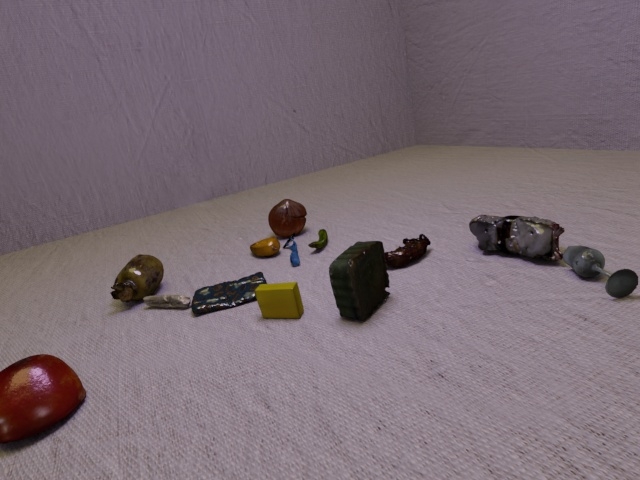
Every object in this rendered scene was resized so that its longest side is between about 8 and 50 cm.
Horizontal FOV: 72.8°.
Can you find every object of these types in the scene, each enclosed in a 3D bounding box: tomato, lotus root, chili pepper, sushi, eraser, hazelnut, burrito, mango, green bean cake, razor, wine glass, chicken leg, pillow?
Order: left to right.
[{"bbox_3d":[-0.667,0.339,0.994,0.233,0.139,0.200,2,16,35],"label":"tomato"},{"bbox_3d":[-0.662,0.146,1.571,0.154,0.154,0.278,-10,18,3],"label":"lotus root"},{"bbox_3d":[-0.512,0.203,1.455,0.185,0.045,0.041,-5,-16,23],"label":"burrito"},{"bbox_3d":[-0.301,0.175,1.450,0.255,0.034,0.189,-13,20,-10],"label":"pillow"},{"bbox_3d":[-0.231,0.028,1.793,0.187,0.066,0.101,1,29,46],"label":"mango"},{"bbox_3d":[-0.117,0.172,1.241,0.122,0.097,0.045,-4,22,20],"label":"eraser"},{"bbox_3d":[-0.153,-0.107,1.976,0.182,0.182,0.182,-10,18,3],"label":"hazelnut"},{"bbox_3d":[-0.107,0.042,1.715,0.082,0.042,0.253,-52,17,9],"label":"razor"},{"bbox_3d":[0.000,0.000,1.766,0.052,0.050,0.202,-23,12,18],"label":"chili pepper"},{"bbox_3d":[0.106,0.104,1.185,0.094,0.181,0.173,2,25,37],"label":"green bean cake"},{"bbox_3d":[0.284,0.039,1.462,0.234,0.063,0.105,-26,19,-36],"label":"chicken leg"},{"bbox_3d":[0.601,-0.016,1.349,0.130,0.124,0.332,-11,14,-38],"label":"sushi"},{"bbox_3d":[0.702,0.070,1.104,0.079,0.079,0.195,-10,19,2],"label":"wine glass"}]
